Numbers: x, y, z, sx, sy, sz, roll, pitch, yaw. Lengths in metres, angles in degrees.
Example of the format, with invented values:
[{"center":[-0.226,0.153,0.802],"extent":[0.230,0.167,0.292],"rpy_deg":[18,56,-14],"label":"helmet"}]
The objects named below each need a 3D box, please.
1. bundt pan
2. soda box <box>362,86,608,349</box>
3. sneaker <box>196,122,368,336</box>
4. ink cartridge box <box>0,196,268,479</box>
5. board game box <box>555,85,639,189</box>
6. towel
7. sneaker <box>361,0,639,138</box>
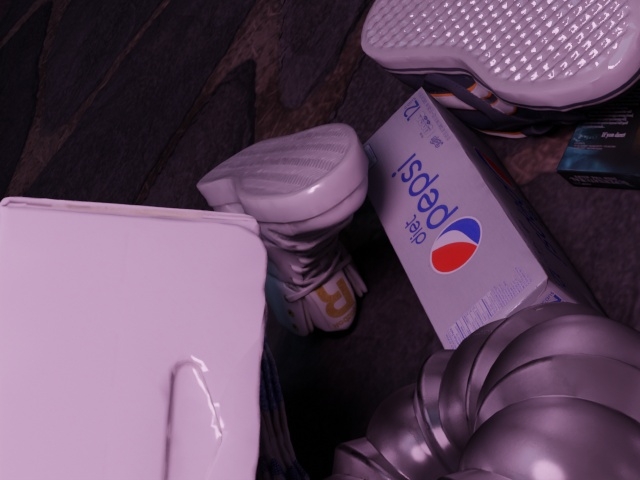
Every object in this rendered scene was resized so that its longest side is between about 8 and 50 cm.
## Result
[{"center":[0.081,0.162,0.685],"extent":[0.331,0.124,0.331],"rpy_deg":[-45,8,8],"label":"bundt pan"},{"center":[0.117,0.001,0.934],"extent":[0.091,0.098,0.286],"rpy_deg":[-44,33,15],"label":"soda box"},{"center":[0.000,0.000,1.027],"extent":[0.108,0.169,0.292],"rpy_deg":[-34,13,-13],"label":"sneaker"},{"center":[-0.145,0.187,0.834],"extent":[0.395,0.166,0.286],"rpy_deg":[111,161,-61],"label":"ink cartridge box"},{"center":[0.267,-0.094,0.887],"extent":[0.186,0.026,0.126],"rpy_deg":[9,69,57],"label":"board game box"},{"center":[-0.040,0.152,0.948],"extent":[0.034,0.209,0.285],"rpy_deg":[-9,38,-6],"label":"towel"},{"center":[0.169,-0.150,0.976],"extent":[0.126,0.127,0.321],"rpy_deg":[-61,32,-2],"label":"sneaker"}]
